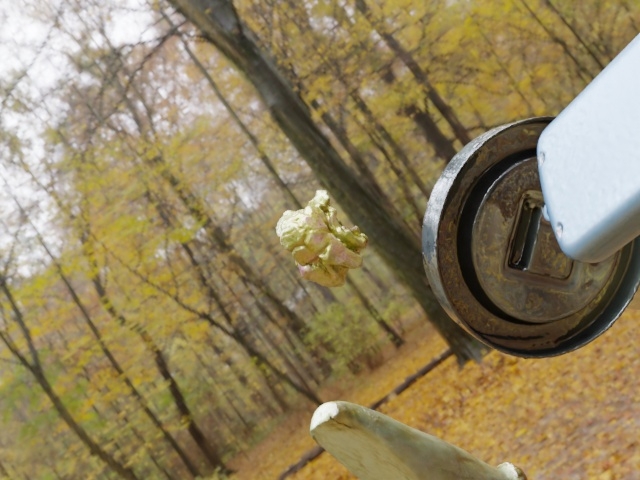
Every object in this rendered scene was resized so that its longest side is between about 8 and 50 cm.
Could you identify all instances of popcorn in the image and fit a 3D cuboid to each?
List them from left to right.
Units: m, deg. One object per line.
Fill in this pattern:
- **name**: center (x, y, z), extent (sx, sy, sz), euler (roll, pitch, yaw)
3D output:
- **popcorn**: center (0.000, 0.002, 0.913), extent (0.089, 0.109, 0.097), euler (-37, -45, 10)

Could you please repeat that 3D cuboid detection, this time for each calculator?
- **calculator**: center (0.213, -0.071, 0.539), extent (0.039, 0.121, 0.210), euler (11, -35, -20)

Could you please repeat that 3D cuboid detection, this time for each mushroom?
- **mushroom**: center (0.130, 0.286, 0.969), extent (0.087, 0.333, 0.107), euler (-40, 36, 35)

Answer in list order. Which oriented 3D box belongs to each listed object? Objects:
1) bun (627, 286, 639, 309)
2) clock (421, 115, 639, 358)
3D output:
- **bun**: center (0.461, -0.022, 1.096), extent (0.116, 0.210, 0.237), euler (86, -166, -79)
- **clock**: center (0.193, -0.003, 0.720), extent (0.215, 0.215, 0.042), euler (-36, 15, -10)
